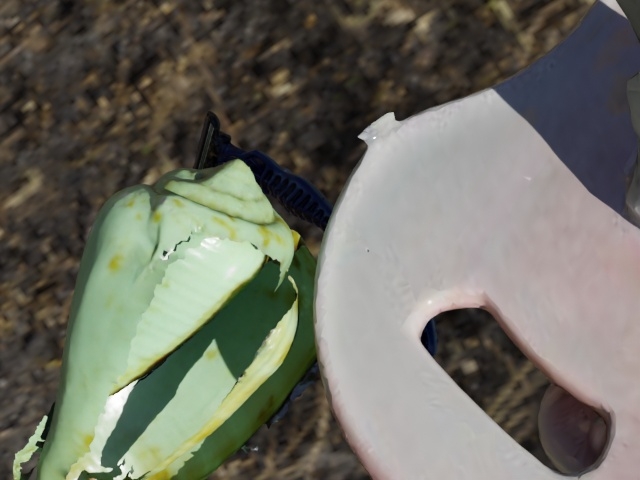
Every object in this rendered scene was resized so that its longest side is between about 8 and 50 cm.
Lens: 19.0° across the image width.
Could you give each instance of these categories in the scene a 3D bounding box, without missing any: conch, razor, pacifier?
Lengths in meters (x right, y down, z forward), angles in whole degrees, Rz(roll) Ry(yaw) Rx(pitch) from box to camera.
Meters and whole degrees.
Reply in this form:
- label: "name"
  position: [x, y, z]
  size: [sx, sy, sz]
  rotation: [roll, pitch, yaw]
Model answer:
- label: "conch"
  position: [-0.053, 0.048, 0.742]
  size: [0.106, 0.170, 0.079]
  rotation: [27, 21, 5]
- label: "razor"
  position: [0.003, -0.002, 0.861]
  size: [0.028, 0.044, 0.154]
  rotation: [-30, 60, -37]
- label: "pacifier"
  position: [0.144, -0.027, 0.674]
  size: [0.332, 0.220, 0.273]
  rotation: [-39, 110, -10]
